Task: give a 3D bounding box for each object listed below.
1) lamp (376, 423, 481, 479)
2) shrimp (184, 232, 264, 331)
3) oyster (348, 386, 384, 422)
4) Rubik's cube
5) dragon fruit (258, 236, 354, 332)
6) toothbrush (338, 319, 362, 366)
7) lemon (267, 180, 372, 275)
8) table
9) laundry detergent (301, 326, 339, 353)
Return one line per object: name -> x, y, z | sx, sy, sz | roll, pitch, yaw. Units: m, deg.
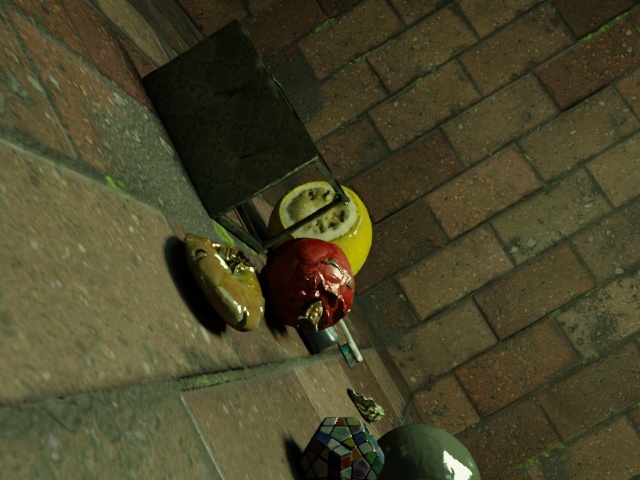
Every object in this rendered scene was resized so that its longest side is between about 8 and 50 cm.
lamp -> 0.131, 0.388, 0.953 | 0.181, 0.182, 0.314 | 58, 23, -9
shrimp -> -0.130, 0.043, 0.922 | 0.145, 0.061, 0.267 | 49, 8, -8
oyster -> 0.093, 0.361, 1.488 | 0.100, 0.037, 0.098 | 39, -16, 4
Rubik's cube -> 0.027, 0.275, 0.854 | 0.093, 0.111, 0.111 | 6, 49, -53
dragon fruit -> -0.024, 0.076, 1.199 | 0.172, 0.172, 0.209 | 58, -6, -12
toothbrush -> 0.002, 0.146, 1.794 | 0.417, 0.040, 0.042 | 61, 7, 28
lemon -> 0.000, 0.000, 1.580 | 0.219, 0.241, 0.240 | 87, -20, -50
table -> -0.137, -0.189, 1.342 | 0.335, 0.222, 0.272 | 61, 6, 21
laundry detergent -> -0.037, 0.125, 1.366 | 0.206, 0.061, 0.097 | 59, 7, 8
